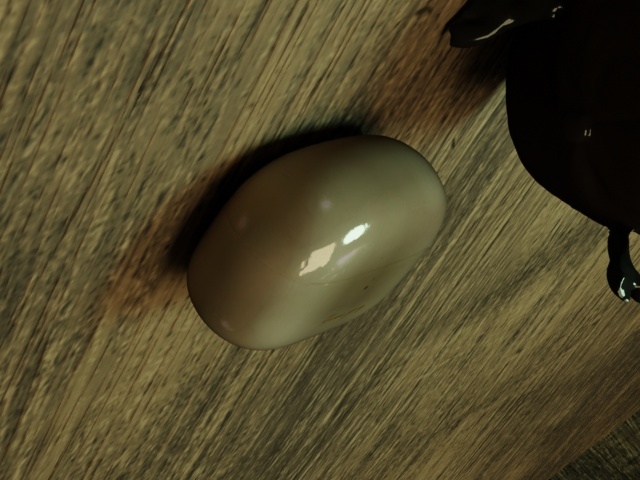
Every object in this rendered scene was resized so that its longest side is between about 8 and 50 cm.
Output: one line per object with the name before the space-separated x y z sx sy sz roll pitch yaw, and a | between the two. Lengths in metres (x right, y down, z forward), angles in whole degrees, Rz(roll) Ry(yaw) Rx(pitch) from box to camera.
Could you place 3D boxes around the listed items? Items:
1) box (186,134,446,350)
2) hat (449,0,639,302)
box | 0.000 0.000 1.096 0.146 0.088 0.200 -51 163 28
hat | 0.243 -0.093 1.103 0.336 0.238 0.209 -6 -161 38
